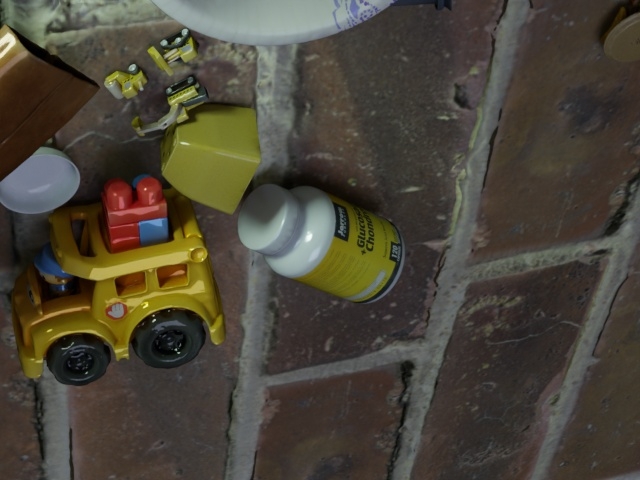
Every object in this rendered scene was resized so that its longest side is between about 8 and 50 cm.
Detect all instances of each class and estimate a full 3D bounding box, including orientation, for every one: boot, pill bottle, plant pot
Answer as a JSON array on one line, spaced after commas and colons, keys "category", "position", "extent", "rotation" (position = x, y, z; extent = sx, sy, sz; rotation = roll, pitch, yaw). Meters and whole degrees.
[{"category": "boot", "position": [-0.317, -0.057, 1.361], "extent": [0.280, 0.096, 0.264], "rotation": [-47, 153, 0]}, {"category": "pill bottle", "position": [0.000, 0.000, 1.608], "extent": [0.184, 0.103, 0.103], "rotation": [22, 125, -43]}, {"category": "plant pot", "position": [-0.115, -0.088, 1.469], "extent": [0.083, 0.081, 0.081], "rotation": [12, 132, -21]}]

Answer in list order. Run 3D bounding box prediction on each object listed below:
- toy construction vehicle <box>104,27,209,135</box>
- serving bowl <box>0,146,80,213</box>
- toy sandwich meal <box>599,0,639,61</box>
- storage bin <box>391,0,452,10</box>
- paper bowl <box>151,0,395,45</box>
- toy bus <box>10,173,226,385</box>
[{"category": "toy construction vehicle", "position": [-0.150, -0.148, 1.410], "extent": [0.098, 0.035, 0.086], "rotation": [-26, 142, 4]}, {"category": "serving bowl", "position": [-0.282, -0.065, 1.451], "extent": [0.083, 0.027, 0.083], "rotation": [-13, 142, -11]}, {"category": "toy sandwich meal", "position": [0.337, -0.226, 1.566], "extent": [0.085, 0.029, 0.085], "rotation": [-14, 147, -9]}, {"category": "storage bin", "position": [0.070, -0.268, 1.336], "extent": [0.091, 0.098, 0.135], "rotation": [-9, 142, 0]}, {"category": "paper bowl", "position": [-0.036, -0.308, 1.174], "extent": [0.284, 0.148, 0.284], "rotation": [-12, 139, -10]}, {"category": "toy bus", "position": [-0.217, 0.023, 1.503], "extent": [0.220, 0.149, 0.211], "rotation": [-12, 133, -10]}]
